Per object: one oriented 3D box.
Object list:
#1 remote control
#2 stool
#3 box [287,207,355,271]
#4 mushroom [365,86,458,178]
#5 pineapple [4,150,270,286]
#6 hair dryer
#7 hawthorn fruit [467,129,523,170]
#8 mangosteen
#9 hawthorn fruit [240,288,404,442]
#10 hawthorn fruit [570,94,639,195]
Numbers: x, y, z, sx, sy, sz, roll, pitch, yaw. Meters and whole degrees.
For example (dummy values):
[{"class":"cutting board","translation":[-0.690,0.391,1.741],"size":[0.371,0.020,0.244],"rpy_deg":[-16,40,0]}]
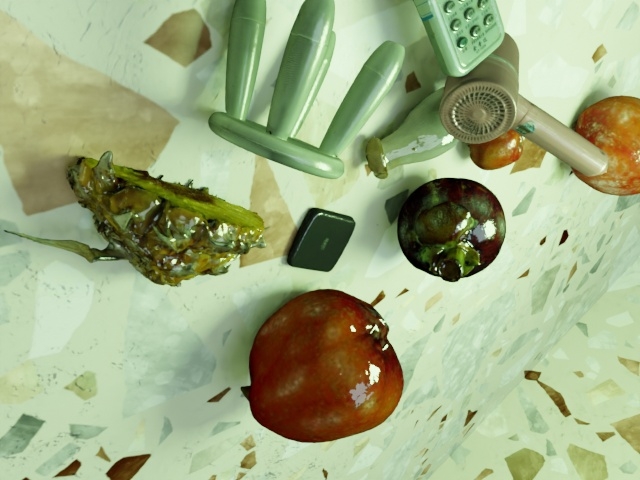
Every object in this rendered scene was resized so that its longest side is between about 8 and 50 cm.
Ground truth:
[{"class":"remote control","translation":[0.175,-0.418,0.749],"size":[0.128,0.065,0.335],"rpy_deg":[-41,122,-11]},{"class":"stool","translation":[-0.025,-0.204,0.668],"size":[0.195,0.195,0.199],"rpy_deg":[10,109,-47]},{"class":"box","translation":[0.000,0.000,0.975],"size":[0.125,0.027,0.126],"rpy_deg":[12,110,-45]},{"class":"mushroom","translation":[0.183,-0.196,0.963],"size":[0.225,0.093,0.116],"rpy_deg":[-36,116,-6]},{"class":"pineapple","translation":[-0.201,0.005,0.682],"size":[0.158,0.161,0.334],"rpy_deg":[-55,143,6]},{"class":"hair dryer","translation":[0.387,-0.228,0.924],"size":[0.125,0.352,0.210],"rpy_deg":[-48,-165,48]},{"class":"hawthorn fruit","translation":[0.387,-0.215,1.115],"size":[0.128,0.128,0.128],"rpy_deg":[-25,133,-30]},{"class":"mangosteen","translation":[0.266,0.000,1.042],"size":[0.289,0.231,0.231],"rpy_deg":[-66,158,-48]},{"class":"hawthorn fruit","translation":[0.006,0.244,0.959],"size":[0.311,0.295,0.295],"rpy_deg":[-46,140,-13]},{"class":"hawthorn fruit","translation":[0.848,-0.264,1.423],"size":[0.284,0.284,0.284],"rpy_deg":[-25,133,-30]}]
